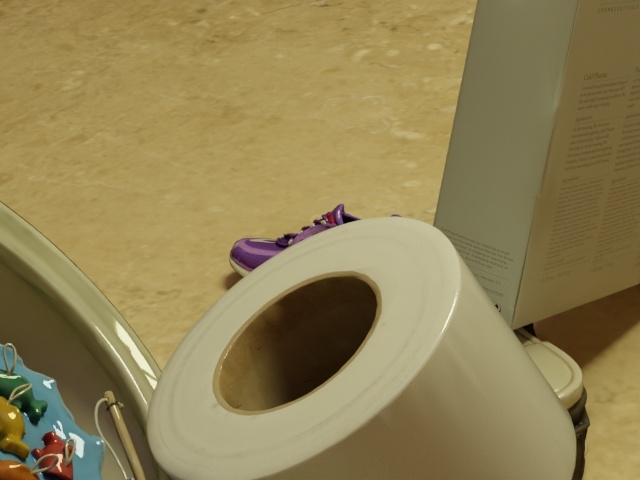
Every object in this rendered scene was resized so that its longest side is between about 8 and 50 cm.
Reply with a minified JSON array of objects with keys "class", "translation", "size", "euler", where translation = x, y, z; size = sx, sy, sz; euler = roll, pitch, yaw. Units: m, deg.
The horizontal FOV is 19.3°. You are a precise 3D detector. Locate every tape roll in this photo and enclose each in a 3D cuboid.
[{"class":"tape roll","translation":[0.028,0.125,1.274],"size":[0.246,0.169,0.246],"euler":[-26,30,16]}]

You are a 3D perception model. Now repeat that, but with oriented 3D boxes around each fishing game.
[{"class":"fishing game","translation":[-0.195,0.109,1.151],"size":[0.264,0.041,0.189],"euler":[29,23,-39]}]

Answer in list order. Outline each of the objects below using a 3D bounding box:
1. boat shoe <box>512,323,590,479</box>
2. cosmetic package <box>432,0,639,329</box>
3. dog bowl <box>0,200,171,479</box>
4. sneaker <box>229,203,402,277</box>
[{"class":"boat shoe","translation":[0.129,0.099,1.508],"size":[0.112,0.095,0.335],"euler":[-14,23,-8]},{"class":"cosmetic package","translation":[0.242,-0.105,1.538],"size":[0.097,0.284,0.377],"euler":[24,21,31]},{"class":"dog bowl","translation":[-0.272,0.121,1.247],"size":[0.150,0.408,0.408],"euler":[-43,19,20]},{"class":"sneaker","translation":[0.000,0.000,1.722],"size":[0.170,0.071,0.068],"euler":[-5,27,4]}]
